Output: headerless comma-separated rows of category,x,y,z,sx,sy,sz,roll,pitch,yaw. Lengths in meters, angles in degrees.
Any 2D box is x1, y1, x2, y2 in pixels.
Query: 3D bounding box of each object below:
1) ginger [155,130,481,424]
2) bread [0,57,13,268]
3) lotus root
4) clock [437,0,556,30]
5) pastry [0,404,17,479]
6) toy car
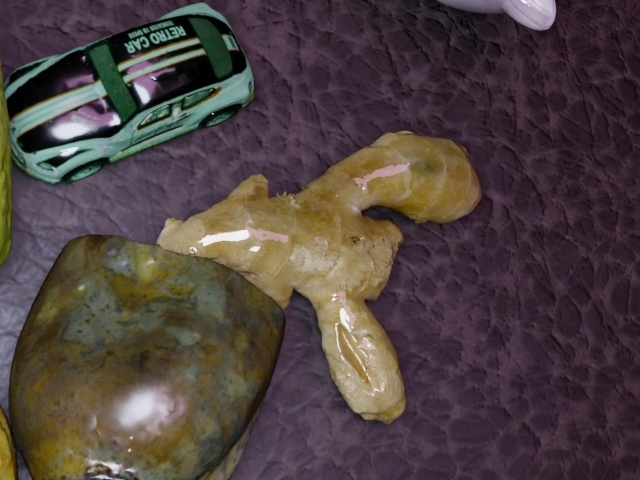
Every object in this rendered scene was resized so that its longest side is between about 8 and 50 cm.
ginger,0.012,-0.013,1.142,0.348,0.122,0.363,29,81,-20
bread,-0.453,-0.079,0.886,0.348,0.348,0.307,-10,86,-20
lotus root,-0.189,0.139,0.961,0.267,0.149,0.260,19,47,-1
clock,0.222,-0.459,1.241,0.368,0.250,0.376,28,65,-12
pastry,-0.412,0.235,0.936,0.235,0.132,0.240,15,73,-16
toy car,-0.213,-0.177,1.099,0.306,0.125,0.136,-25,87,-23
